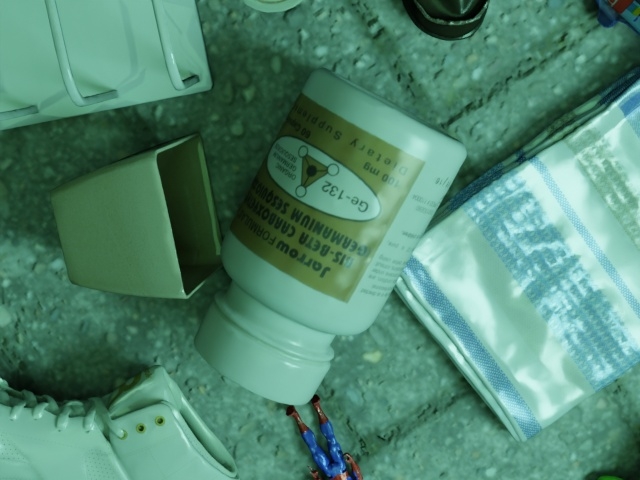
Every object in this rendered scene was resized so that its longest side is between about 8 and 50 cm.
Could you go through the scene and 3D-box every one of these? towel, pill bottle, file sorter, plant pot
[{"bbox_3d":[0.213,0.011,0.857,0.285,0.034,0.209,-36,100,6],"label":"towel"},{"bbox_3d":[0.000,0.000,0.800,0.131,0.131,0.229,27,100,-6],"label":"pill bottle"},{"bbox_3d":[-0.236,-0.171,0.741,0.277,0.173,0.193,-11,101,1],"label":"file sorter"},{"bbox_3d":[-0.141,-0.016,0.812,0.096,0.109,0.109,-7,102,13],"label":"plant pot"}]

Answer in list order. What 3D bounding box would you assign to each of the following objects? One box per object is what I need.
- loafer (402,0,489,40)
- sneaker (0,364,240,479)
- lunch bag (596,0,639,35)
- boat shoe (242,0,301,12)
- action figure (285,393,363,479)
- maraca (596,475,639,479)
[{"bbox_3d":[0.094,-0.257,0.777,0.080,0.078,0.220,-2,101,-1],"label":"loafer"},{"bbox_3d":[-0.201,0.140,0.844,0.292,0.108,0.169,41,96,-18],"label":"sneaker"},{"bbox_3d":[0.251,-0.230,0.697,0.221,0.293,0.138,42,69,5],"label":"lunch bag"},{"bbox_3d":[-0.034,-0.293,0.768,0.095,0.079,0.255,-5,99,2],"label":"boat shoe"},{"bbox_3d":[0.010,0.187,0.891,0.038,0.030,0.115,-27,102,-1],"label":"action figure"},{"bbox_3d":[0.310,0.228,0.872,0.185,0.099,0.127,-21,93,28],"label":"maraca"}]
